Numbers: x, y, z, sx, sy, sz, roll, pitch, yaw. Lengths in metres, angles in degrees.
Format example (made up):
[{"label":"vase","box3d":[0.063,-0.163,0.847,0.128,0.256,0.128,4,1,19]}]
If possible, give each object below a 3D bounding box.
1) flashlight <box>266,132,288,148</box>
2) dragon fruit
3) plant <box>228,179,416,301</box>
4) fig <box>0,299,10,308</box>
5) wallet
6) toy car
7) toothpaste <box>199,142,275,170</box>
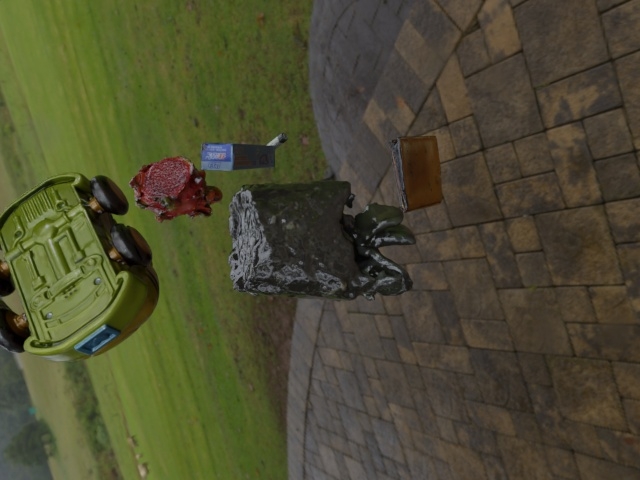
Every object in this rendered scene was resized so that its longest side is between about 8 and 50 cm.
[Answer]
[{"label":"flashlight","box3d":[-0.107,-0.213,1.267,0.083,0.018,0.018,-31,69,37]},{"label":"dragon fruit","box3d":[-0.289,-0.102,1.169,0.150,0.208,0.133,-34,63,33]},{"label":"plant","box3d":[0.000,0.000,0.883,0.199,0.276,0.188,167,107,-66]},{"label":"fig","box3d":[-0.481,0.129,0.756,0.089,0.125,0.089,38,173,6]},{"label":"wallet","box3d":[0.257,-0.180,1.501,0.042,0.161,0.195,-2,98,51]},{"label":"toy car","box3d":[-0.300,0.040,0.711,0.247,0.200,0.142,58,-179,28]},{"label":"toothpaste","box3d":[-0.156,-0.164,1.107,0.272,0.066,0.053,-37,-49,-76]}]
